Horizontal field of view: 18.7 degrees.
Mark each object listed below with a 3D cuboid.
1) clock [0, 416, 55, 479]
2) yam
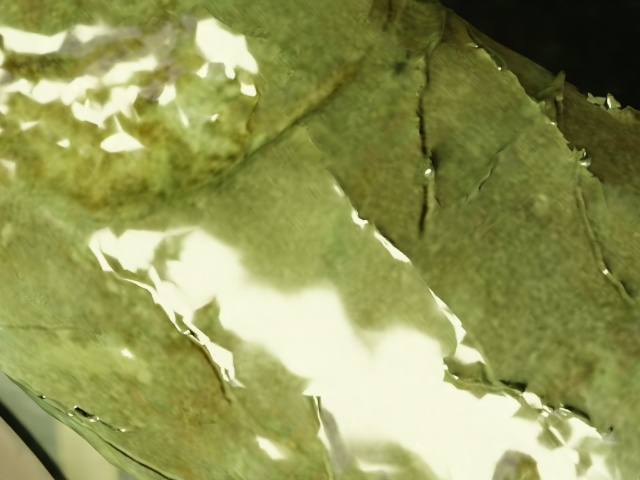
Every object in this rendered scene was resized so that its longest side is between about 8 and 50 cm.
[{"bbox_3d":[-0.216,0.125,0.665,0.290,0.080,0.275,38,125,-18],"label":"clock"},{"bbox_3d":[0.000,0.000,0.459,0.254,0.154,0.154,31,128,3],"label":"yam"}]
